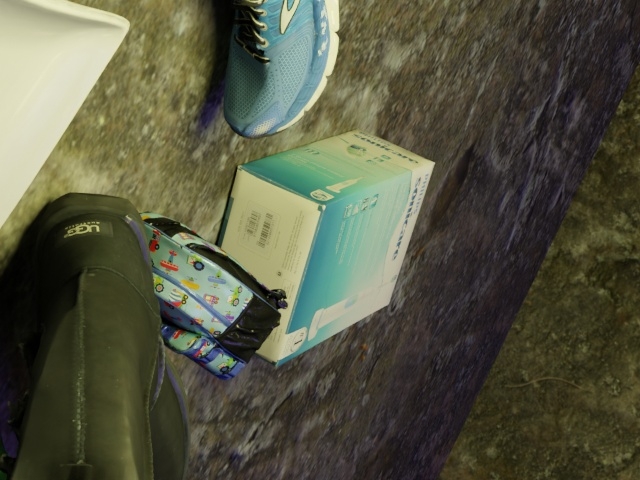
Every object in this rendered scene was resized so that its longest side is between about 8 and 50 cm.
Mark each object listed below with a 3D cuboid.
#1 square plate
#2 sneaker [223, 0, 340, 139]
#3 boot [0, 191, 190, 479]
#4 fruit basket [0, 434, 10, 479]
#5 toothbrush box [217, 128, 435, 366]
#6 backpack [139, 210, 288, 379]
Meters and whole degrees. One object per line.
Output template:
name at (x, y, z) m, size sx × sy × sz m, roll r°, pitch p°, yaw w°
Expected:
square plate at (-0.287, -0.030, 0.911) m, size 0.347 × 0.049 × 0.344 m, roll -54°, pitch 172°, yaw 8°
sneaker at (-0.059, -0.253, 1.367) m, size 0.147 × 0.130 × 0.330 m, roll -15°, pitch 127°, yaw -42°
boot at (-0.182, 0.214, 1.197) m, size 0.445 × 0.146 × 0.367 m, roll -109°, pitch -172°, yaw -59°
fruit basket at (-0.368, 0.285, 1.129) m, size 0.327 × 0.165 × 0.353 m, roll -69°, pitch 172°, yaw -67°
toothbrush box at (0.000, 0.000, 1.731) m, size 0.295 × 0.126 × 0.216 m, roll -23°, pitch 135°, yaw -56°
backpack at (-0.141, 0.050, 1.446) m, size 0.117 × 0.158 × 0.173 m, roll -56°, pitch 146°, yaw -5°
